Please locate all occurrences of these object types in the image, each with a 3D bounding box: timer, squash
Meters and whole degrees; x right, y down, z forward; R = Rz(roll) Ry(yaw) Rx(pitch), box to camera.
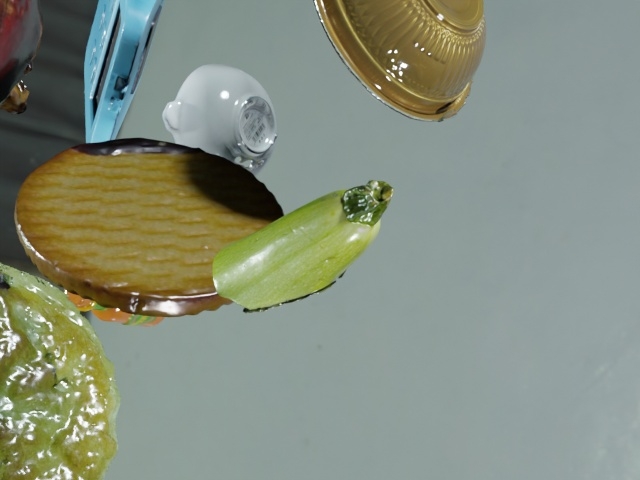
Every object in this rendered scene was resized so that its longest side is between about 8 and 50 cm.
[{"bbox_3d":[-0.276,-0.268,1.754,0.250,0.091,0.231,-87,18,-54],"label":"timer"},{"bbox_3d":[0.001,0.003,1.142,0.200,0.090,0.075,-27,98,34],"label":"squash"}]

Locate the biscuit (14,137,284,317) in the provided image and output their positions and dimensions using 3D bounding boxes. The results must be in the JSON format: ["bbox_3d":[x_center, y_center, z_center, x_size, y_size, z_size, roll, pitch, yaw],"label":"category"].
[{"bbox_3d":[-0.194,-0.021,1.499,0.318,0.318,0.040,51,141,41],"label":"biscuit"}]

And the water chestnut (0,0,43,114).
[{"bbox_3d":[-0.402,-0.222,1.277,0.335,0.347,0.335,-19,58,33],"label":"water chestnut"}]

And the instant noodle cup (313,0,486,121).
[{"bbox_3d":[0.115,-0.274,1.479,0.091,0.274,0.273,-28,62,40],"label":"instant noodle cup"}]

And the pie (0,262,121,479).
[{"bbox_3d":[-0.293,0.144,1.082,0.078,0.277,0.276,-30,59,59],"label":"pie"}]

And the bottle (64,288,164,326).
[{"bbox_3d":[-0.272,0.076,1.696,0.069,0.187,0.069,-3,82,25],"label":"bottle"}]

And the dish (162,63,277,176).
[{"bbox_3d":[-0.126,-0.165,2.007,0.086,0.236,0.227,0,108,39],"label":"dish"}]
